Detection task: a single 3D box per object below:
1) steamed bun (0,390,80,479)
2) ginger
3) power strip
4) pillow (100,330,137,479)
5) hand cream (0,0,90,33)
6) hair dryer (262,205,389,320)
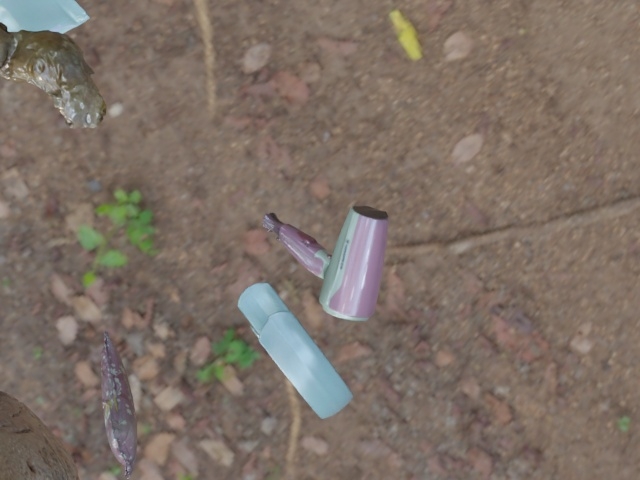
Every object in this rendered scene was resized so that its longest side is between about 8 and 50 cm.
[{"bbox_3d":[-0.308,0.275,1.083,0.251,0.301,0.199,-40,93,16],"label":"steamed bun"},{"bbox_3d":[-0.365,-0.224,1.566,0.290,0.122,0.084,30,103,13],"label":"ginger"},{"bbox_3d":[-0.030,0.133,1.605,0.054,0.253,0.167,-36,100,-4],"label":"power strip"},{"bbox_3d":[-0.265,0.216,1.763,0.043,0.185,0.118,-8,137,-6],"label":"pillow"},{"bbox_3d":[-0.445,-0.238,1.660,0.109,0.321,0.067,49,157,7],"label":"hand cream"},{"bbox_3d":[-0.003,0.005,1.293,0.154,0.054,0.106,22,109,39],"label":"hair dryer"}]
